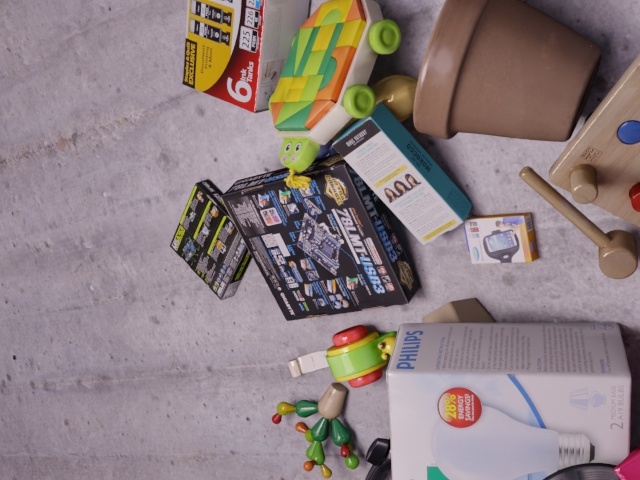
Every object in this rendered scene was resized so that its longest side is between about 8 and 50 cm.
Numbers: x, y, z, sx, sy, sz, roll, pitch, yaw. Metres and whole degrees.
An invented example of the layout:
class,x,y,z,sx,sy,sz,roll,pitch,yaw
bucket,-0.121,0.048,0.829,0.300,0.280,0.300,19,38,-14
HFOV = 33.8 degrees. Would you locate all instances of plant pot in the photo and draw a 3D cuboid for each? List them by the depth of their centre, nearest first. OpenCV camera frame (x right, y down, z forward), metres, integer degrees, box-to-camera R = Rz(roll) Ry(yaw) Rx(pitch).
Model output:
class,x,y,z,sx,sy,sz,roll,pitch,yaw
plant pot,0.291,-0.252,1.594,0.229,0.263,0.263,22,119,13
plant pot,0.243,0.161,1.851,0.109,0.109,0.096,-36,69,42

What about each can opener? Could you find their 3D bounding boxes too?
class,x,y,z,sx,sy,sz,roll,pitch,yaw
can opener,0.119,0.446,2.087,0.073,0.059,0.186,22,132,4

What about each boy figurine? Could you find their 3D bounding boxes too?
class,x,y,z,sx,sy,sz,roll,pitch,yaw
boy figurine,0.065,-0.211,1.883,0.285,0.092,0.177,-39,83,40

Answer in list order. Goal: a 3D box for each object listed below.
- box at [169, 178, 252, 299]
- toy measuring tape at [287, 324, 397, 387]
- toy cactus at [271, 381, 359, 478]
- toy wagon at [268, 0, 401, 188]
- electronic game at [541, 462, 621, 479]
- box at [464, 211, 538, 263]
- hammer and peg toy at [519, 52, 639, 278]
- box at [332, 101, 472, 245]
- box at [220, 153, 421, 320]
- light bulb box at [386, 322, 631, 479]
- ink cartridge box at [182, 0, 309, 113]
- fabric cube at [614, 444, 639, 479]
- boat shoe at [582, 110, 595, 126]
class,x,y,z,sx,sy,sz,roll,pitch,yaw
box,-0.226,0.000,2.242,0.184,0.045,0.191,45,130,24
toy measuring tape,0.025,0.237,2.054,0.330,0.121,0.121,-19,91,43
toy cactus,-0.003,0.371,2.145,0.219,0.112,0.181,38,117,36
toy wagon,0.001,-0.257,1.818,0.267,0.068,0.345,9,75,57
electronic game,0.396,0.430,1.544,0.229,0.048,0.229,0,108,1
box,0.300,-0.003,1.793,0.136,0.028,0.081,-4,102,40
hammer and peg toy,0.458,-0.088,1.482,0.265,0.127,0.361,25,128,-11
box,0.141,-0.112,1.808,0.244,0.060,0.100,47,131,-12
box,0.000,0.000,1.956,0.293,0.073,0.296,-13,114,36
light bulb box,0.299,0.330,1.681,0.360,0.225,0.358,-1,105,11
ink cartridge box,-0.163,-0.431,1.984,0.271,0.130,0.310,25,120,34
fabric cube,0.626,0.318,1.462,0.259,0.254,0.258,53,131,14
boat shoe,0.419,-0.134,1.636,0.048,0.042,0.133,20,115,38
